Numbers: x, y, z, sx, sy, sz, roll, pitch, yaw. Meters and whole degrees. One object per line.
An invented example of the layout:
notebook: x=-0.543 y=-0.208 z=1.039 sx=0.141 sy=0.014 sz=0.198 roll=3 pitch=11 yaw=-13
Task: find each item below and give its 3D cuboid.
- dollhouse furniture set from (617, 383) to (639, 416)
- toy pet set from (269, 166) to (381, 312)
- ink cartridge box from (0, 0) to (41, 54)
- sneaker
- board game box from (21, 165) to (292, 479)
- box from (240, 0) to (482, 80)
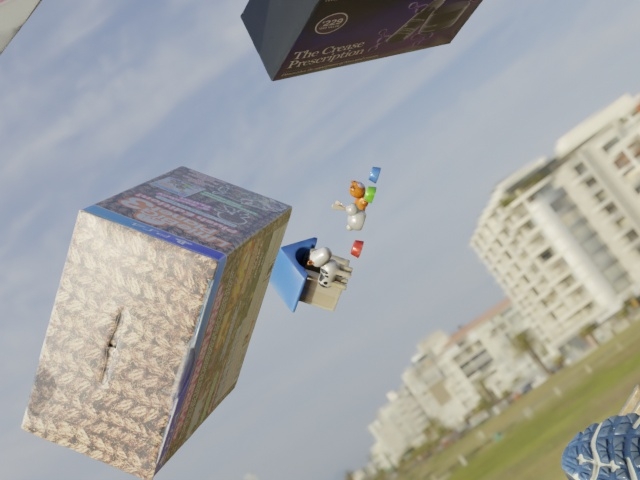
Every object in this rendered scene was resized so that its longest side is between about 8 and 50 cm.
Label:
dollhouse furniture set: x=0.362 y=0.239 z=1.134 sx=0.242 sy=0.161 sz=0.212 roll=-64 pitch=-2 yaw=18
toy pet set: x=0.000 y=0.000 z=1.074 sx=0.122 sy=0.065 sz=0.114 roll=-74 pitch=3 yaw=-51
ink cartridge box: x=-0.367 y=-0.328 z=1.072 sx=0.324 sy=0.071 sz=0.330 roll=27 pitch=-68 yaw=-38
sneaker: x=0.180 y=0.123 z=0.563 sx=0.052 sy=0.135 sz=0.058 roll=-58 pitch=-34 yaw=-45
board game box: x=-0.158 y=0.071 z=1.246 sx=0.291 sy=0.141 sz=0.232 roll=-42 pitch=-29 yaw=-74
box: x=0.064 y=-0.291 z=1.375 sx=0.261 sy=0.103 sz=0.184 roll=-17 pitch=-20 yaw=-28
